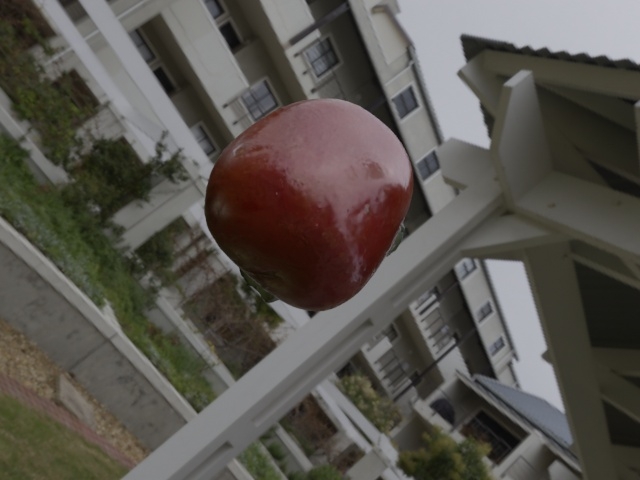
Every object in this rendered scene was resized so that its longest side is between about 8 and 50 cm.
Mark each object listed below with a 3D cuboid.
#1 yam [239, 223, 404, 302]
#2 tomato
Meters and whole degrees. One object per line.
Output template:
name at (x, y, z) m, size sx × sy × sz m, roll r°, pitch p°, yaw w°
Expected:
yam at (0.000, 0.000, 0.738) m, size 0.107 × 0.194 × 0.107 m, roll 42°, pitch -39°, yaw 46°
tomato at (0.013, -0.035, 0.456) m, size 0.082 × 0.174 × 0.166 m, roll 8°, pitch -32°, yaw 50°
